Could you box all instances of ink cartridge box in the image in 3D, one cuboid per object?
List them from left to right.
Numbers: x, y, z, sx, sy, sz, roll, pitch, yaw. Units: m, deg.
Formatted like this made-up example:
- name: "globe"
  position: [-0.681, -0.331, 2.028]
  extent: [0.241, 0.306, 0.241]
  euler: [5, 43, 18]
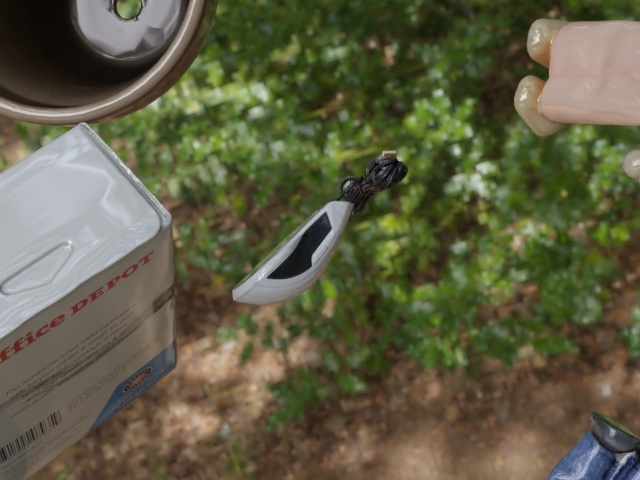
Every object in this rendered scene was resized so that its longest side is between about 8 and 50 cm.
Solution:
- name: "ink cartridge box"
  position: [-0.249, 0.071, 1.232]
  extent: [0.223, 0.129, 0.307]
  euler: [-36, -20, -21]

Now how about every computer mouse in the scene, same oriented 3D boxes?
- name: "computer mouse"
  position: [0.000, 0.000, 1.183]
  extent: [0.193, 0.042, 0.106]
  euler: [-45, 6, -31]

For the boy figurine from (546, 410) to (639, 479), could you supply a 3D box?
- name: "boy figurine"
  position: [0.224, 0.302, 1.335]
  extent: [0.285, 0.177, 0.092]
  euler: [-58, -5, 3]

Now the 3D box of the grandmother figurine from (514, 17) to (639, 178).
- name: "grandmother figurine"
  position: [0.341, -0.157, 1.315]
  extent: [0.104, 0.208, 0.342]
  euler: [0, 9, -40]

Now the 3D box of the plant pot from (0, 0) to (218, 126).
- name: "plant pot"
  position: [-0.205, -0.227, 1.267]
  extent: [0.263, 0.263, 0.229]
  euler: [-16, -1, 7]
